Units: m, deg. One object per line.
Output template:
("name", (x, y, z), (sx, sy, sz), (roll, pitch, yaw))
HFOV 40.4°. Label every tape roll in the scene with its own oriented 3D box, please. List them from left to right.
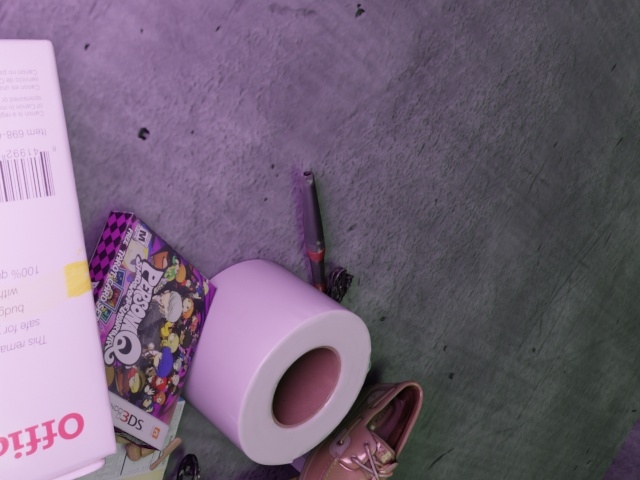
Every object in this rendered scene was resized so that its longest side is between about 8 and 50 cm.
("tape roll", (-0.071, 0.169, 1.235), (0.246, 0.169, 0.246), (-27, 133, -34))

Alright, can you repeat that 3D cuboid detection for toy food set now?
("toy food set", (-0.234, 0.242, 1.134), (0.078, 0.019, 0.122), (-44, 128, -21))

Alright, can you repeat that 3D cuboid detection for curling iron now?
("curling iron", (0.000, 0.000, 1.310), (0.068, 0.035, 0.274), (-43, 140, -25))

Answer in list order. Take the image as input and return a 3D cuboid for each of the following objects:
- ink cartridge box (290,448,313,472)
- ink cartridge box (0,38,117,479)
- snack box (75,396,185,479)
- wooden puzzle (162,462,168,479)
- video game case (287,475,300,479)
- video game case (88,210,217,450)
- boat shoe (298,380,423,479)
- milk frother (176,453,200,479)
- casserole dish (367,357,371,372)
("ink cartridge box", (-0.014, 0.380, 1.532), (0.083, 0.048, 0.028), (-1, 115, -48))
("ink cartridge box", (-0.356, 0.036, 0.734), (0.279, 0.160, 0.384), (-12, 97, -44))
("snack box", (-0.311, 0.353, 1.182), (0.187, 0.060, 0.321), (1, 113, -47))
("wooden puzzle", (-0.252, 0.356, 1.293), (0.049, 0.006, 0.083), (-6, 118, -45))
("video game case", (-0.064, 0.513, 1.540), (0.248, 0.035, 0.274), (-5, 130, -46))
("video game case", (-0.224, 0.114, 1.059), (0.210, 0.042, 0.232), (52, 48, -53))
("boat shoe", (0.070, 0.363, 1.479), (0.121, 0.110, 0.341), (48, 47, -15))
("milk frother", (-0.161, 0.403, 1.325), (0.135, 0.129, 0.143), (8, 114, -46))
("casserole dish", (0.027, 0.215, 1.480), (0.114, 0.037, 0.188), (-56, 143, -3))
